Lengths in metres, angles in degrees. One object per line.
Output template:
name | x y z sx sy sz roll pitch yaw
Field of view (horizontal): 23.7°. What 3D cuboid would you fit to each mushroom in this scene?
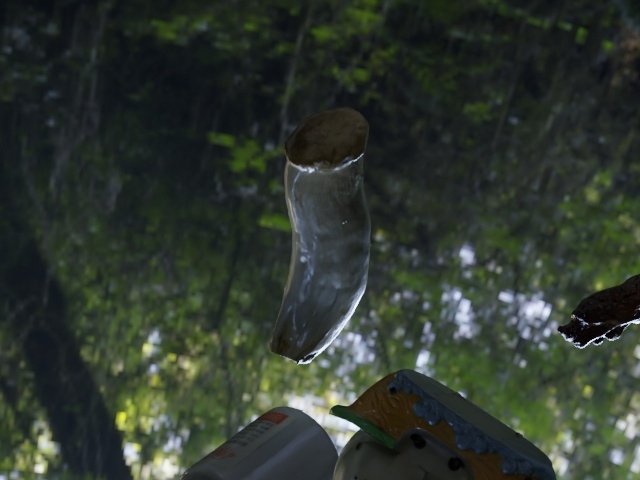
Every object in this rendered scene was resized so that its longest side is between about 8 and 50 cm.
mushroom | 0.000 0.000 1.823 0.122 0.351 0.095 -17 -138 -28

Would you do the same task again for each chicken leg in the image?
chicken leg | 0.353 0.065 1.663 0.219 0.089 0.048 -20 -117 -18

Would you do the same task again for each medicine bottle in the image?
medicine bottle | -0.100 0.322 1.897 0.144 0.144 0.252 32 -139 23

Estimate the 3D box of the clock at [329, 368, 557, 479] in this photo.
clock | 0.096 0.201 1.195 0.231 0.144 0.103 33 -169 25
